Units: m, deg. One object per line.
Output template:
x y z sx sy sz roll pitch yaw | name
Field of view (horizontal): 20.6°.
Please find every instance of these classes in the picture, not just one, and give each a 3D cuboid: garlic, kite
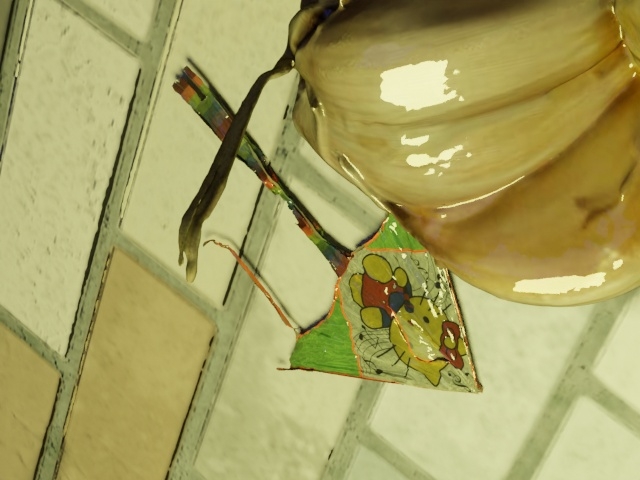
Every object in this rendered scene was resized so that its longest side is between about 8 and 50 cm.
0.062 -0.073 0.695 0.207 0.257 0.207 17 118 35 | garlic
0.000 0.000 0.969 0.244 0.006 0.198 46 135 11 | kite
